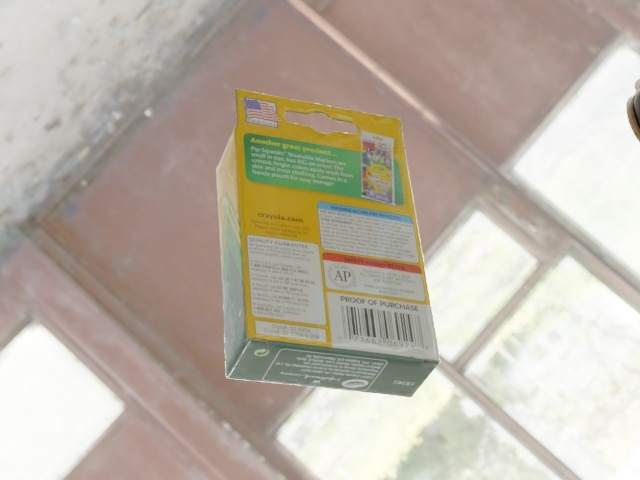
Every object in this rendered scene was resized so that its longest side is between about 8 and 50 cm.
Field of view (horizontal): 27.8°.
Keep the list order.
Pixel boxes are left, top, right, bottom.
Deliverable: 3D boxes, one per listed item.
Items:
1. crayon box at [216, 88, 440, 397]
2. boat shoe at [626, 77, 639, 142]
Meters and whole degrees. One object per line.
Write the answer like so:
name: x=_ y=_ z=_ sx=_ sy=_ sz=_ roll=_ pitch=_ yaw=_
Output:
crayon box: x=0.000 y=0.000 z=1.366 sx=0.083 sy=0.203 sz=0.323 roll=121 pitch=-29 yaw=-48
boat shoe: x=0.397 y=-0.162 z=1.476 sx=0.073 sy=0.073 sz=0.207 roll=-38 pitch=-165 yaw=30
